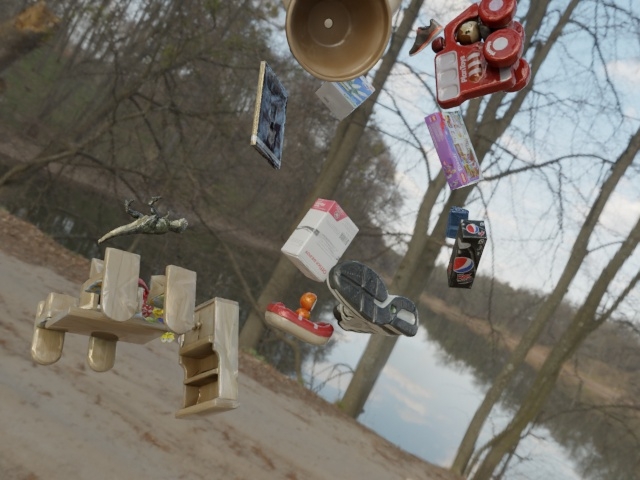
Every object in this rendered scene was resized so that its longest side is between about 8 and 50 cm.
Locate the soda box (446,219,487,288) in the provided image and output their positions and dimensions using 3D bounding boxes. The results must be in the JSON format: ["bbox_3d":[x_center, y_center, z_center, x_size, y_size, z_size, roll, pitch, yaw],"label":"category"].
[{"bbox_3d":[0.324,0.033,1.254,0.053,0.060,0.169,4,-45,3],"label":"soda box"}]

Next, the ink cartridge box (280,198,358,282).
[{"bbox_3d":[0.000,0.000,1.787,0.092,0.218,0.158,15,-26,47],"label":"ink cartridge box"}]

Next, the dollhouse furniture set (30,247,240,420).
[{"bbox_3d":[-0.386,0.239,1.241,0.394,0.257,0.362,21,-36,-40],"label":"dollhouse furniture set"}]

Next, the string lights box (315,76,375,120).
[{"bbox_3d":[0.093,-0.534,2.019,0.133,0.076,0.260,46,35,-6],"label":"string lights box"}]

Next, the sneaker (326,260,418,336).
[{"bbox_3d":[0.105,0.221,1.838,0.257,0.169,0.447,-14,-36,36],"label":"sneaker"}]

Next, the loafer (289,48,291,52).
[{"bbox_3d":[-0.046,-0.535,1.368,0.062,0.170,0.061,-8,57,-26],"label":"loafer"}]

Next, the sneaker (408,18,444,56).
[{"bbox_3d":[0.337,-0.671,1.854,0.065,0.061,0.158,49,-39,-5],"label":"sneaker"}]

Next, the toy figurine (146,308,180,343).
[{"bbox_3d":[-0.590,0.244,2.136,0.362,0.191,0.217,-3,-60,35],"label":"toy figurine"}]

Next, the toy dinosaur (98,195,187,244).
[{"bbox_3d":[-0.508,-0.064,1.627,0.268,0.118,0.064,-10,9,-32],"label":"toy dinosaur"}]

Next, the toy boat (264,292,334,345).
[{"bbox_3d":[-0.055,0.240,1.818,0.231,0.151,0.151,32,-12,-20],"label":"toy boat"}]

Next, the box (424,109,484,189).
[{"bbox_3d":[0.514,-0.350,2.154,0.057,0.294,0.200,-21,-2,41],"label":"box"}]

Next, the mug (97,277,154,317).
[{"bbox_3d":[-0.583,0.180,1.704,0.150,0.113,0.169,-11,-20,30],"label":"mug"}]

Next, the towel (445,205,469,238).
[{"bbox_3d":[0.462,-0.055,1.900,0.067,0.120,0.029,11,39,15],"label":"towel"}]

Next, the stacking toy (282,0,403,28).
[{"bbox_3d":[0.006,-0.785,1.530,0.350,0.350,0.480,26,28,-41],"label":"stacking toy"}]

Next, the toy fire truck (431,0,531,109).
[{"bbox_3d":[0.434,-0.531,1.569,0.253,0.302,0.169,-10,-21,26],"label":"toy fire truck"}]

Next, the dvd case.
[{"bbox_3d":[-0.127,-0.311,1.422,0.018,0.222,0.164,0,-14,17],"label":"dvd case"}]

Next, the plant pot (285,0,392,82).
[{"bbox_3d":[0.030,-0.481,1.254,0.237,0.237,0.110,26,14,-25],"label":"plant pot"}]
